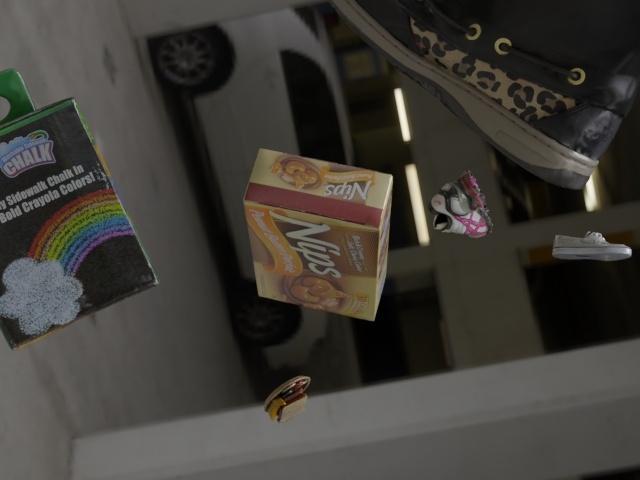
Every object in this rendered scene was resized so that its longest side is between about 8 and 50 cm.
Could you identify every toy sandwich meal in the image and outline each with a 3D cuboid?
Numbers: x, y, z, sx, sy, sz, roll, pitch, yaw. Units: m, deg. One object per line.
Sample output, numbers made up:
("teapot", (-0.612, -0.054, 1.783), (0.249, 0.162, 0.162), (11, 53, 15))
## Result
("toy sandwich meal", (-0.042, 0.221, 1.716), (0.029, 0.085, 0.085), (53, -5, 21))

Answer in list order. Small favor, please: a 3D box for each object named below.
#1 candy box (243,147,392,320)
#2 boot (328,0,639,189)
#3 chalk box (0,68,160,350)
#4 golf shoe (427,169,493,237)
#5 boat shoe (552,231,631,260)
("candy box", (0.000, 0.000, 1.725), (0.316, 0.182, 0.088), (88, 14, -64))
("boot", (0.182, -0.264, 1.170), (0.377, 0.284, 0.138), (45, 22, 21))
("chalk box", (-0.323, -0.044, 1.393), (0.289, 0.180, 0.179), (66, -11, -1))
("golf shoe", (0.204, -0.043, 1.840), (0.067, 0.086, 0.186), (64, 5, 24))
("boat shoe", (0.346, 0.005, 1.578), (0.035, 0.100, 0.035), (35, 59, -59))
